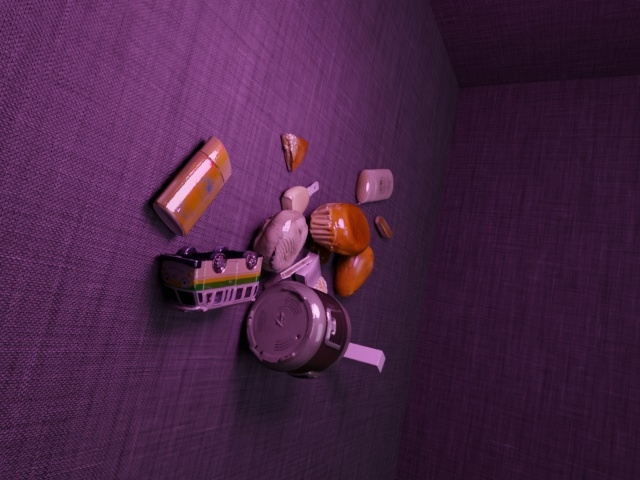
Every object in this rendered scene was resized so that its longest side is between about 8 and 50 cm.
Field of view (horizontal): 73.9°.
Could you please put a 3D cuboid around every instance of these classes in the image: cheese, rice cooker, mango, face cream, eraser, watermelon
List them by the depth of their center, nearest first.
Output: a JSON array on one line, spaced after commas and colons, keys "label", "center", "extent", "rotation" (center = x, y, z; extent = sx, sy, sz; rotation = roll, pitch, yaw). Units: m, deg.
[{"label": "face cream", "center": [-0.350, -0.158, 1.212], "extent": [0.284, 0.068, 0.139], "rotation": [-63, 147, -32]}, {"label": "rice cooker", "center": [-0.067, 0.327, 1.550], "extent": [0.325, 0.336, 0.334], "rotation": [35, 66, -57]}, {"label": "cheese", "center": [-0.070, -0.179, 1.710], "extent": [0.251, 0.054, 0.127], "rotation": [-45, 136, -48]}, {"label": "watermelon", "center": [-0.013, 0.237, 1.866], "extent": [0.092, 0.075, 0.181], "rotation": [53, 51, -45]}, {"label": "eraser", "center": [0.144, 0.529, 1.981], "extent": [0.076, 0.299, 0.078], "rotation": [-62, 146, -33]}, {"label": "mango", "center": [0.156, 0.139, 2.077], "extent": [0.290, 0.160, 0.191], "rotation": [-67, 154, -8]}, {"label": "face cream", "center": [0.293, -0.297, 2.285], "extent": [0.349, 0.082, 0.173], "rotation": [-15, 109, -59]}]

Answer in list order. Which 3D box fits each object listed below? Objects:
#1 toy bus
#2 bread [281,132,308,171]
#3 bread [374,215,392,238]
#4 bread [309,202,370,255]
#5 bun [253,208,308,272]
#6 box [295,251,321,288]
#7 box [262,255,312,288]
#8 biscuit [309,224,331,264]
[{"label": "toy bus", "center": [-0.316, 0.113, 1.254], "extent": [0.306, 0.143, 0.178], "rotation": [0, 98, -62]}, {"label": "bread", "center": [-0.099, -0.331, 1.630], "extent": [0.154, 0.054, 0.135], "rotation": [6, 94, -58]}, {"label": "bread", "center": [0.360, -0.072, 2.478], "extent": [0.214, 0.053, 0.073], "rotation": [49, 50, -49]}, {"label": "bread", "center": [0.101, -0.045, 1.833], "extent": [0.389, 0.183, 0.235], "rotation": [-8, 100, -63]}, {"label": "bun", "center": [-0.147, -0.008, 1.516], "extent": [0.239, 0.142, 0.239], "rotation": [-54, 162, -26]}, {"label": "box", "center": [-0.049, 0.142, 1.790], "extent": [0.129, 0.051, 0.130], "rotation": [-55, 151, -39]}, {"label": "box", "center": [-0.124, 0.122, 1.628], "extent": [0.029, 0.109, 0.198], "rotation": [58, 36, 0]}, {"label": "biscuit", "center": [0.000, 0.000, 1.881], "extent": [0.179, 0.039, 0.236], "rotation": [-54, 139, -47]}]
